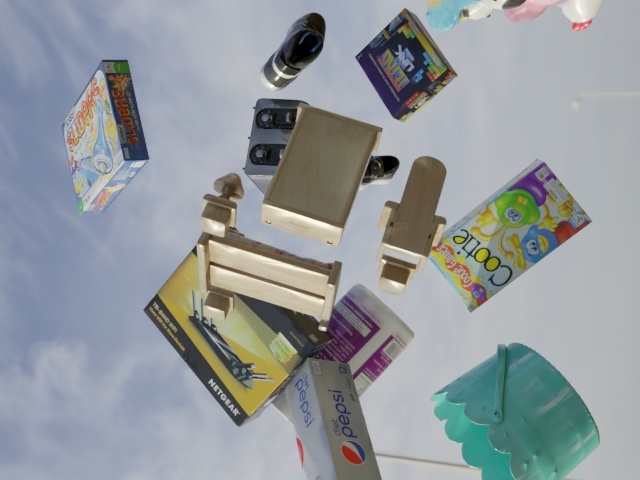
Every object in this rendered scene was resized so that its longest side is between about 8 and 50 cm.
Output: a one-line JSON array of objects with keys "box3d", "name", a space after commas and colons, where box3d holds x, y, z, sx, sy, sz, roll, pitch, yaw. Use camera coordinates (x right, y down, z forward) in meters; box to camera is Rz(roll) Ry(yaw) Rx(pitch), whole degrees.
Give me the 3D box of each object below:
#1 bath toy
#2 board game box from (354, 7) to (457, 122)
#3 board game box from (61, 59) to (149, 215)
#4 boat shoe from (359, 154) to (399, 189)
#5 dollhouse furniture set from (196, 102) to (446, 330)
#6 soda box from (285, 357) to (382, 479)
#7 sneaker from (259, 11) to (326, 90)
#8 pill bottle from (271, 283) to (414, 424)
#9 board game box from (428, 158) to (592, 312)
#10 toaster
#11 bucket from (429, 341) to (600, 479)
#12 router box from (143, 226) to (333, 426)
[{"box3d": [0.332, -0.401, 1.457, 0.348, 0.151, 0.128, -10, -64, -32], "name": "bath toy"}, {"box3d": [0.161, -0.335, 1.729, 0.048, 0.141, 0.170, 14, -139, -53], "name": "board game box"}, {"box3d": [-0.283, -0.128, 1.169, 0.035, 0.201, 0.136, -7, -105, -32], "name": "board game box"}, {"box3d": [0.126, -0.177, 2.208, 0.229, 0.080, 0.076, -6, -39, -54], "name": "boat shoe"}, {"box3d": [0.000, 0.000, 1.267, 0.355, 0.304, 0.173, 101, -172, -58], "name": "dollhouse furniture set"}, {"box3d": [0.021, 0.344, 1.533, 0.098, 0.091, 0.286, -56, 34, 35], "name": "soda box"}, {"box3d": [-0.021, -0.376, 1.706, 0.079, 0.121, 0.216, 41, -125, -16], "name": "sneaker"}, {"box3d": [0.034, 0.247, 1.839, 0.301, 0.169, 0.169, -46, -29, -3], "name": "pill bottle"}, {"box3d": [0.347, -0.011, 1.695, 0.144, 0.275, 0.142, 51, -168, 0], "name": "board game box"}, {"box3d": [-0.064, -0.165, 1.760, 0.185, 0.110, 0.167, 51, -135, -63], "name": "toaster"}, {"box3d": [0.349, 0.329, 1.621, 0.183, 0.281, 0.281, -35, -42, -13], "name": "bucket"}, {"box3d": [-0.163, 0.161, 1.728, 0.243, 0.309, 0.081, -49, -16, 23], "name": "router box"}]
